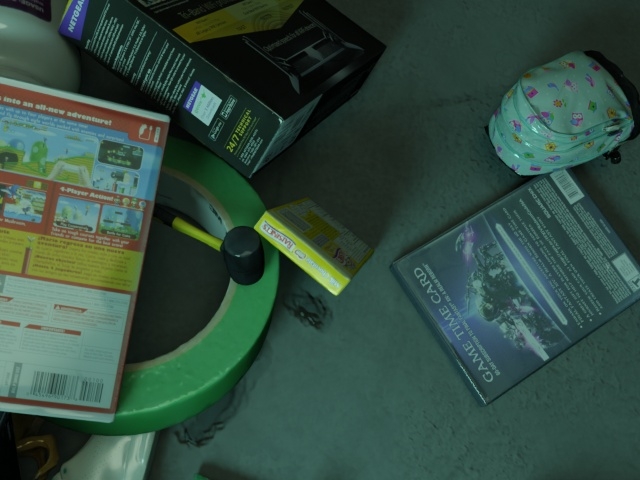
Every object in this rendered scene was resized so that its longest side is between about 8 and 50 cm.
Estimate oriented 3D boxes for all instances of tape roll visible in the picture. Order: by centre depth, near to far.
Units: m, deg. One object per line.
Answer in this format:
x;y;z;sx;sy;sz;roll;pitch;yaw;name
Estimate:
-0.204;0.035;0.819;0.321;0.077;0.321;3;62;-6;tape roll

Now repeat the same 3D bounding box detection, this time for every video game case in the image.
-0.257;0.005;0.690;0.204;0.025;0.285;12;82;-18;video game case
0.247;0.045;0.952;0.274;0.026;0.196;-30;80;-16;video game case

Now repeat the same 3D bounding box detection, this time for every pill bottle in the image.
-0.340;-0.221;0.825;0.169;0.169;0.301;-6;59;-12;pill bottle

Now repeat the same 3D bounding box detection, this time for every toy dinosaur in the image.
-0.302;0.187;0.791;0.211;0.064;0.112;-37;81;-19;toy dinosaur

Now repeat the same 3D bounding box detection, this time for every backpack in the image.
0.293;-0.157;0.964;0.182;0.115;0.152;-24;64;-22;backpack

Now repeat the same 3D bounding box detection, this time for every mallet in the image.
-0.138;-0.020;0.778;0.190;0.062;0.039;29;62;8;mallet

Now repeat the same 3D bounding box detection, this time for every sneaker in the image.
-0.226;0.262;0.779;0.094;0.080;0.212;12;61;-3;sneaker

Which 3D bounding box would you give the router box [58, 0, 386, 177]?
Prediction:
-0.088;-0.220;0.863;0.243;0.081;0.309;38;35;3;router box

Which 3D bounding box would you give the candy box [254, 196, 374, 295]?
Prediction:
0.000;0.000;0.837;0.105;0.206;0.027;41;102;4;candy box

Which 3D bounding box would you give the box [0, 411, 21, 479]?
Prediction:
-0.418;0.277;0.599;0.294;0.182;0.296;3;31;-5;box

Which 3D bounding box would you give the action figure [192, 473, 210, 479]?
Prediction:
-0.030;0.328;0.798;0.232;0.063;0.137;15;68;-9;action figure
